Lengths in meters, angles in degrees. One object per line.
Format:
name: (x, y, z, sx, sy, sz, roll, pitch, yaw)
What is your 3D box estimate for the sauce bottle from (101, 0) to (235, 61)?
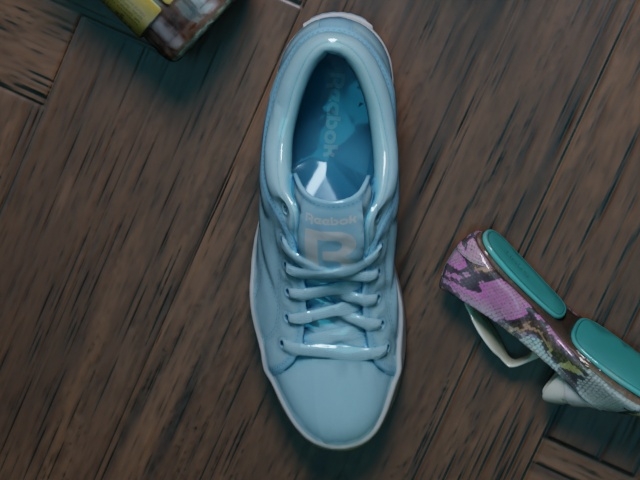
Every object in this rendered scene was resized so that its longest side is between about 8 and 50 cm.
sauce bottle: (-0.205, -0.297, 1.522, 0.111, 0.111, 0.344, -44, 96, 8)

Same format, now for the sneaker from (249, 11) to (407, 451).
sneaker: (0.000, 0.000, 1.526, 0.135, 0.150, 0.365, -3, 96, 6)

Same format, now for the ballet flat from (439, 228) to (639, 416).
ballet flat: (0.190, 0.085, 1.565, 0.221, 0.077, 0.079, 41, 116, 4)
